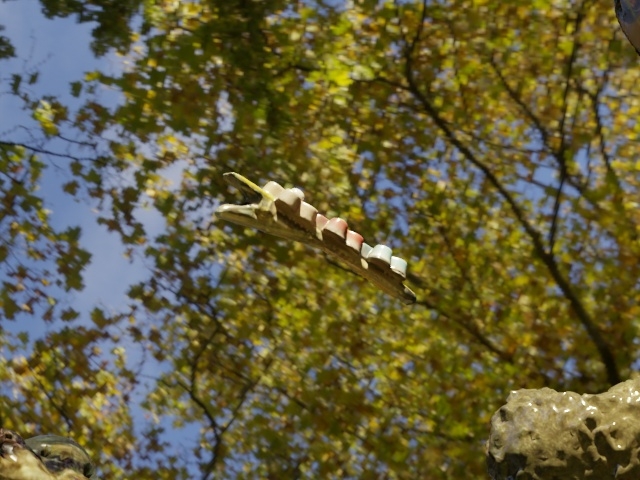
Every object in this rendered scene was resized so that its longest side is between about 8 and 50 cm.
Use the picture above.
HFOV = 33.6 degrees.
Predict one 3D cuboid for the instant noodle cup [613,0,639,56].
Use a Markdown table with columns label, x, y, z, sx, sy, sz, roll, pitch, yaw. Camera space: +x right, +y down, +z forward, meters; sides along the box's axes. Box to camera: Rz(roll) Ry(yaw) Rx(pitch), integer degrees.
| label | x | y | z | sx | sy | sz | roll | pitch | yaw |
| --- | --- | --- | --- | --- | --- | --- | --- | --- | --- |
| instant noodle cup | 0.324 | -0.219 | 0.774 | 0.230 | 0.182 | 0.230 | 0 | -103 | 0 |

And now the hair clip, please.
| label | x | y | z | sx | sy | sz | roll | pitch | yaw |
| --- | --- | --- | --- | --- | --- | --- | --- | --- | --- |
| hair clip | 0.002 | -0.006 | 0.963 | 0.214 | 0.062 | 0.056 | 25 | -106 | -20 |

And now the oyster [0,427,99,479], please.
| label | x | y | z | sx | sy | sz | roll | pitch | yaw |
| --- | --- | --- | --- | --- | --- | --- | --- | --- | --- |
| oyster | -0.268 | 0.172 | 0.788 | 0.361 | 0.221 | 0.096 | 32 | -127 | -29 |

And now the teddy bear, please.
| label | x | y | z | sx | sy | sz | roll | pitch | yaw |
| --- | --- | --- | --- | --- | --- | --- | --- | --- | --- |
| teddy bear | 0.223 | 0.085 | 0.539 | 0.251 | 0.129 | 0.182 | -42 | -72 | -12 |
